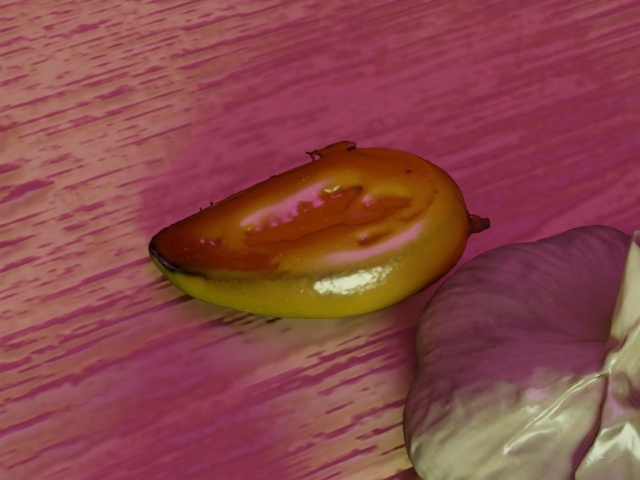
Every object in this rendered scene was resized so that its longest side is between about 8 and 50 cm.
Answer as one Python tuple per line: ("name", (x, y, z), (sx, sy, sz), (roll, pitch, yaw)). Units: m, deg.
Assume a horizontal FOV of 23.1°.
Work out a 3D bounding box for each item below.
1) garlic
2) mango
("garlic", (0.150, 0.071, 0.785), (0.218, 0.212, 0.219), (4, 59, -6))
("mango", (0.000, 0.000, 0.861), (0.187, 0.066, 0.101), (-11, 46, -3))
